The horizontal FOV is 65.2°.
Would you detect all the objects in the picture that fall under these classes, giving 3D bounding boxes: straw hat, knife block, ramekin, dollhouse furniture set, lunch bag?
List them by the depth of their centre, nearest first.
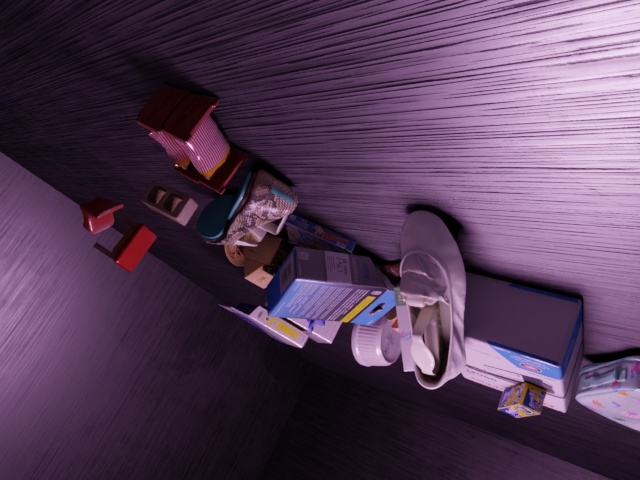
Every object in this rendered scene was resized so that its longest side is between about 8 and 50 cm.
[{"bbox_3d":[-0.339,-0.118,1.068,0.152,0.373,0.201,24,163,23],"label":"dollhouse furniture set"},{"bbox_3d":[0.766,0.364,1.193,0.224,0.107,0.279,27,155,4],"label":"lunch bag"},{"bbox_3d":[-0.127,0.030,1.568,0.242,0.275,0.088,-33,133,24],"label":"knife block"},{"bbox_3d":[-0.275,0.021,1.799,0.145,0.144,0.061,13,-163,36],"label":"straw hat"},{"bbox_3d":[0.213,0.356,1.810,0.109,0.207,0.207,0,148,37],"label":"ramekin"}]

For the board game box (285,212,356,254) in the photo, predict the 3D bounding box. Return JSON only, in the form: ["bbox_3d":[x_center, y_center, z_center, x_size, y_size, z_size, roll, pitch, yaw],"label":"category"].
[{"bbox_3d":[0.000,0.000,1.421,0.201,0.035,0.136,24,161,10],"label":"board game box"}]

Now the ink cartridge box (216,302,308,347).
[{"bbox_3d":[-0.230,0.302,1.929,0.307,0.072,0.304,36,164,-15],"label":"ink cartridge box"}]

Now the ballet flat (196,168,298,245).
[{"bbox_3d":[-0.199,-0.060,1.375,0.182,0.163,0.483,25,160,-22],"label":"ballet flat"}]

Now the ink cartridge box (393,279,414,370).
[{"bbox_3d":[0.249,0.207,1.264,0.093,0.212,0.154,-9,-179,16],"label":"ink cartridge box"}]

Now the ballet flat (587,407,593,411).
[{"bbox_3d":[0.916,0.525,1.557,0.173,0.049,0.057,19,132,10],"label":"ballet flat"}]

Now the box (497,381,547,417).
[{"bbox_3d":[0.492,0.395,1.230,0.054,0.059,0.169,23,160,12],"label":"box"}]

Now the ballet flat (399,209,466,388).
[{"bbox_3d":[0.229,0.140,1.046,0.139,0.139,0.399,8,118,44],"label":"ballet flat"}]

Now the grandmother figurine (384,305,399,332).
[{"bbox_3d":[0.349,0.328,1.707,0.342,0.104,0.208,44,164,-34],"label":"grandmother figurine"}]

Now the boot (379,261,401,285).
[{"bbox_3d":[0.229,0.094,1.364,0.107,0.037,0.114,33,156,-23],"label":"boot"}]

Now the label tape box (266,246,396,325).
[{"bbox_3d":[0.042,0.138,1.418,0.334,0.105,0.240,9,146,-22],"label":"label tape box"}]

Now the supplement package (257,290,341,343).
[{"bbox_3d":[-0.067,0.253,1.941,0.293,0.177,0.175,32,163,-10],"label":"supplement package"}]

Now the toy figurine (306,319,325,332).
[{"bbox_3d":[0.023,0.205,1.641,0.192,0.217,0.362,22,161,16],"label":"toy figurine"}]

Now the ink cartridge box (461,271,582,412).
[{"bbox_3d":[0.478,0.258,1.245,0.286,0.166,0.395,14,157,34],"label":"ink cartridge box"}]
